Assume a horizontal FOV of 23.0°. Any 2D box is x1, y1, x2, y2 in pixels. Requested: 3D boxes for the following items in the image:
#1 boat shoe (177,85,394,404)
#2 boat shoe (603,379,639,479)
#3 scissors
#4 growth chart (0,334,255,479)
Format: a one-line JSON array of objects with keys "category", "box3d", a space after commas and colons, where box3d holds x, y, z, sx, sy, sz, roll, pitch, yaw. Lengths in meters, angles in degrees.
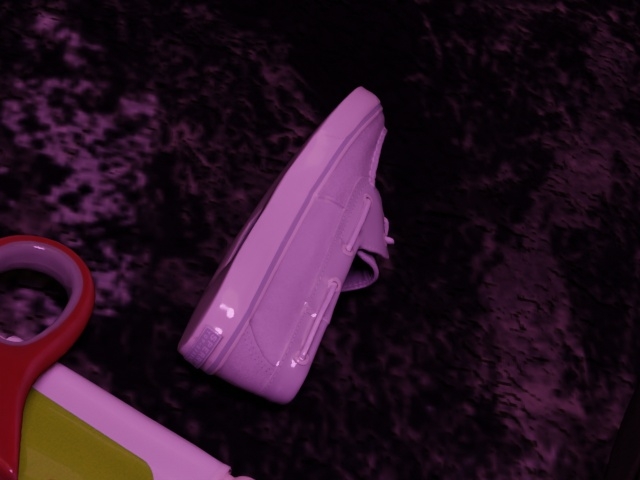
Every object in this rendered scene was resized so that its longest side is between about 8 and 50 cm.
[{"category": "boat shoe", "box3d": [0.000, 0.000, 0.723, 0.063, 0.066, 0.184, 35, 41, -6]}, {"category": "boat shoe", "box3d": [0.152, 0.156, 0.416, 0.120, 0.122, 0.324, 14, 48, -16]}, {"category": "scissors", "box3d": [-0.136, 0.097, 0.578, 0.109, 0.021, 0.297, 8, 45, -16]}, {"category": "growth chart", "box3d": [-0.125, 0.131, 0.575, 0.172, 0.021, 0.237, 24, 43, 4]}]
